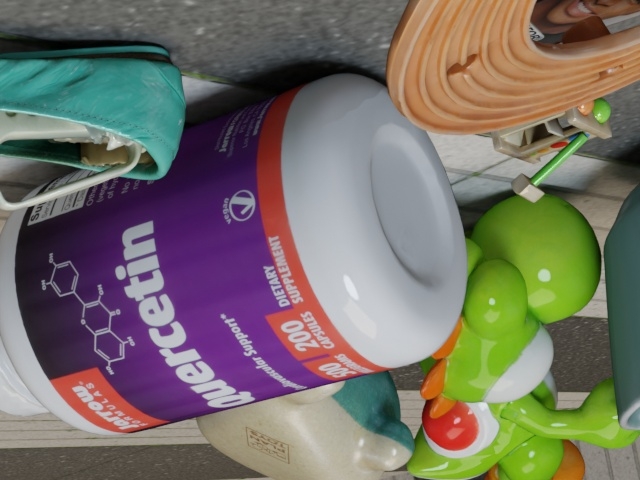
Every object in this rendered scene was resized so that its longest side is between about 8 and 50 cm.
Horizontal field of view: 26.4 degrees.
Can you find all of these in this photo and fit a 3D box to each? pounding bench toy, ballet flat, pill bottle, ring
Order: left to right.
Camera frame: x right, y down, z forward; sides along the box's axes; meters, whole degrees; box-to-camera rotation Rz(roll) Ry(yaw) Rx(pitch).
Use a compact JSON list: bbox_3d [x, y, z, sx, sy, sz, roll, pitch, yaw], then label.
[{"bbox_3d":[-0.187,-0.060,0.714,0.247,0.087,0.083,-1,163,-23],"label":"ballet flat"},{"bbox_3d":[-0.081,0.022,0.882,0.323,0.181,0.181,-18,162,28],"label":"pill bottle"},{"bbox_3d":[0.147,-0.071,0.855,0.065,0.083,0.052,-19,161,34],"label":"pounding bench toy"},{"bbox_3d":[0.167,-0.147,0.522,0.336,0.032,0.336,-28,166,-8],"label":"ring"}]

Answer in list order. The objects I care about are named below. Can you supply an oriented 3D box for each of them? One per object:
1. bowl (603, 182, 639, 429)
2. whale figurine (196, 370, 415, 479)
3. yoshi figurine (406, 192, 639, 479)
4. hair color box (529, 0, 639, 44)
[{"bbox_3d":[0.343,0.013,1.052,0.311,0.163,0.311,-19,160,-7],"label":"bowl"},{"bbox_3d":[-0.014,0.115,1.142,0.216,0.141,0.272,22,157,14],"label":"whale figurine"},{"bbox_3d":[0.175,0.090,1.187,0.203,0.203,0.362,-1,147,9],"label":"yoshi figurine"},{"bbox_3d":[0.125,-0.136,0.693,0.141,0.043,0.072,-17,161,23],"label":"hair color box"}]
